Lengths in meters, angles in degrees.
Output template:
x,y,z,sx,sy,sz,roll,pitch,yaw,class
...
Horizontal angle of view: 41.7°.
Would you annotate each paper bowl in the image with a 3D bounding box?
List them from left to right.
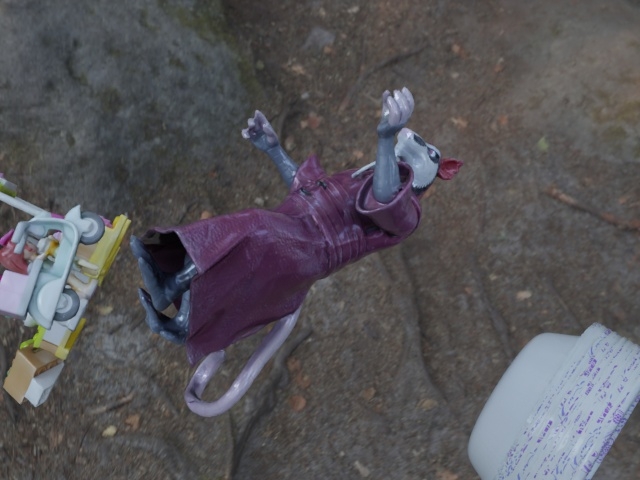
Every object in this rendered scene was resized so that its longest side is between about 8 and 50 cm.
x,y,z,sx,sy,sz,roll,pitch,yaw,class
0.295,0.234,1.072,0.148,0.284,0.284,32,57,23,paper bowl

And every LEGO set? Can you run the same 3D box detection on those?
x,y,z,sx,sy,sz,roll,pitch,yaw,class
-0.220,0.025,0.623,0.107,0.287,0.132,26,62,-10,LEGO set

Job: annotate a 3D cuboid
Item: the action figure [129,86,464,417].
x,y,z,sx,sy,sz,roll,pitch,yaw,class
0.000,0.000,0.857,0.370,0.248,0.276,-23,105,-18,action figure
